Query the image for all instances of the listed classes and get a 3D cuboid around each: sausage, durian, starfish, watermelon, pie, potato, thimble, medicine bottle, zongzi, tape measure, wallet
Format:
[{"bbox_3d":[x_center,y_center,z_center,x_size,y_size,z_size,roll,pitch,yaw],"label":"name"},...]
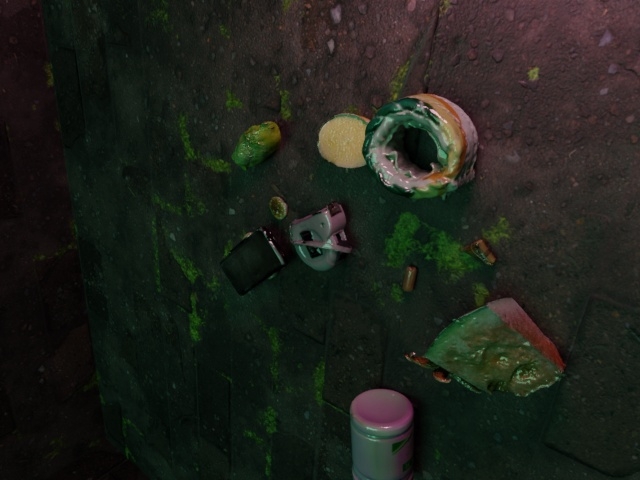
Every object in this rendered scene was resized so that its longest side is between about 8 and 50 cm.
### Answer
[{"bbox_3d":[0.267,0.115,1.497,0.034,0.034,0.083,22,119,32],"label":"sausage"},{"bbox_3d":[-0.202,-0.316,1.641,0.250,0.139,0.101,-32,91,43],"label":"durian"},{"bbox_3d":[0.351,0.364,1.434,0.238,0.213,0.056,20,98,18],"label":"starfish"},{"bbox_3d":[0.459,0.287,1.352,0.302,0.151,0.264,37,126,1],"label":"watermelon"},{"bbox_3d":[-0.149,-0.113,1.757,0.085,0.020,0.084,16,116,35],"label":"pie"},{"bbox_3d":[0.092,-0.285,1.453,0.201,0.081,0.163,14,108,32],"label":"potato"},{"bbox_3d":[0.258,-0.233,1.276,0.288,0.167,0.254,41,129,21],"label":"thimble"},{"bbox_3d":[0.206,0.685,1.656,0.212,0.212,0.325,10,112,37],"label":"medicine bottle"},{"bbox_3d":[0.421,0.042,1.342,0.076,0.040,0.083,54,144,0],"label":"zongzi"},{"bbox_3d":[0.000,0.000,1.618,0.236,0.120,0.197,-20,96,47],"label":"tape measure"},{"bbox_3d":[-0.252,0.080,1.847,0.318,0.045,0.172,-37,87,42],"label":"wallet"}]

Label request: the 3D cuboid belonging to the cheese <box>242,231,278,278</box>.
[{"bbox_3d":[-0.224,0.056,1.872,0.193,0.043,0.065,57,135,7],"label":"cheese"}]
